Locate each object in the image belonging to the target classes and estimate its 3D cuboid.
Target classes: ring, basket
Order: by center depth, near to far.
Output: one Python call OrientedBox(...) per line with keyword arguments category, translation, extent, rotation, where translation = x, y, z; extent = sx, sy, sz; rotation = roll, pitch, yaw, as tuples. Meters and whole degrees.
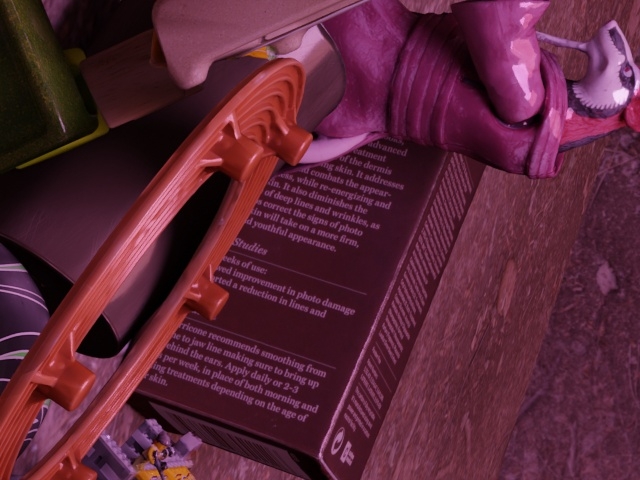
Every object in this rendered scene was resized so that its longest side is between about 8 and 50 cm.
OrientedBox(category="ring", translation=(-0.097, 0.049, 0.910), extent=(0.336, 0.032, 0.336), rotation=(-56, 174, -8))
OrientedBox(category="basket", translation=(-0.117, -0.049, 1.091), extent=(0.154, 0.204, 0.227), rotation=(47, 62, -23))

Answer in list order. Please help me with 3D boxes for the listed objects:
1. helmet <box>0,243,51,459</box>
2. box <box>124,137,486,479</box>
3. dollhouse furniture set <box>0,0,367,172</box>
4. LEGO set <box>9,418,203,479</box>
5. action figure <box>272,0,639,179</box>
OrientedBox(category="helmet", translation=(-0.221, 0.066, 0.903), extent=(0.161, 0.169, 0.169), rotation=(-32, 136, -52))
OrientedBox(category="box", translation=(0.000, 0.000, 1.416), extent=(0.381, 0.191, 0.143), rotation=(-67, 160, -15))
OrientedBox(category="dollhouse furniture set", translation=(-0.074, -0.157, 0.882), extent=(0.151, 0.302, 0.197), rotation=(67, 18, -5))
OrientedBox(category="LEGO set", translation=(-0.144, 0.233, 1.101), extent=(0.192, 0.255, 0.331), rotation=(-49, 152, 12))
OrientedBox(category="action figure", translation=(0.074, -0.118, 1.239), extent=(0.275, 0.370, 0.248), rotation=(-66, 159, -16))
